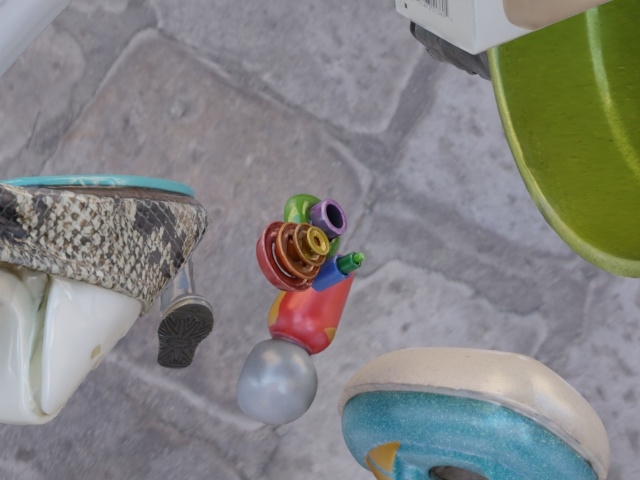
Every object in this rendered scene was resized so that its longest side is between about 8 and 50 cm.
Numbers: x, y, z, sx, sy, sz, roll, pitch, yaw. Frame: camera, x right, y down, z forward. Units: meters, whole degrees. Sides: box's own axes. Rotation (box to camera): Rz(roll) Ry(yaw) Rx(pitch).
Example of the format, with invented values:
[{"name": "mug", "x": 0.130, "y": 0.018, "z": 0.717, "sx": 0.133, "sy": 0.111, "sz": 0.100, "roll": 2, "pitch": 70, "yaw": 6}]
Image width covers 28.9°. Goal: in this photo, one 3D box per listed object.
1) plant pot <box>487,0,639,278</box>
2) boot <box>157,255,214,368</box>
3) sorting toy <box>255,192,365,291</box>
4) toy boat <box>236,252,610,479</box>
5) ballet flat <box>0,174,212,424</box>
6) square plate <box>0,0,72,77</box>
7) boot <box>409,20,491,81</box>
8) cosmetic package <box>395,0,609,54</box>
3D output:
[{"name": "plant pot", "x": 0.323, "y": -0.169, "z": 0.684, "sx": 0.353, "sy": 0.366, "sz": 0.366, "roll": -2, "pitch": 71, "yaw": -17}, {"name": "boot", "x": -0.193, "y": 0.050, "z": 1.719, "sx": 0.076, "sy": 0.190, "sz": 0.208, "roll": 12, "pitch": 56, "yaw": -17}, {"name": "sorting toy", "x": 0.000, "y": 0.000, "z": 0.806, "sx": 0.061, "sy": 0.042, "sz": 0.102, "roll": 56, "pitch": 33, "yaw": -10}, {"name": "toy boat", "x": 0.068, "y": 0.146, "z": 1.044, "sx": 0.318, "sy": 0.267, "sz": 0.148, "roll": 38, "pitch": 62, "yaw": -26}, {"name": "ballet flat", "x": -0.232, "y": 0.024, "z": 0.728, "sx": 0.483, "sy": 0.164, "sz": 0.182, "roll": 17, "pitch": 61, "yaw": -57}, {"name": "square plate", "x": -0.275, "y": -0.240, "z": 0.707, "sx": 0.347, "sy": 0.049, "sz": 0.344, "roll": -49, "pitch": 116, "yaw": -10}, {"name": "boot", "x": 0.163, "y": -0.213, "z": 1.317, "sx": 0.161, "sy": 0.246, "sz": 0.083, "roll": 21, "pitch": 87, "yaw": 19}, {"name": "cosmetic package", "x": 0.093, "y": -0.124, "z": 0.535, "sx": 0.115, "sy": 0.041, "sz": 0.060, "roll": -25, "pitch": 39, "yaw": -24}]
